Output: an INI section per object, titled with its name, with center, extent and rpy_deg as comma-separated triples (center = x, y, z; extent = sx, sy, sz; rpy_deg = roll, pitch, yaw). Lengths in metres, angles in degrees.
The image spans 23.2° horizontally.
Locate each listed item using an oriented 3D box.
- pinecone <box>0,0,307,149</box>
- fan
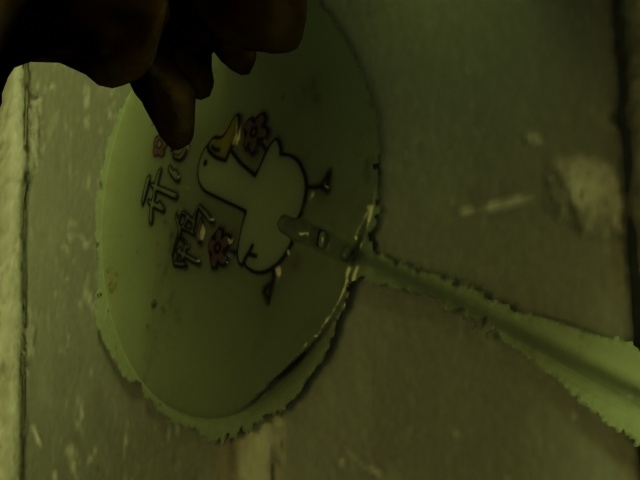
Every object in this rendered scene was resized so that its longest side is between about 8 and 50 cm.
[pinecone]
center = -0.150, -0.231, 0.568
extent = 0.398, 0.398, 0.397
rpy_deg = -11, 76, 48
[fan]
center = -0.001, 0.000, 0.717
extent = 0.415, 0.012, 0.233
rpy_deg = 21, 100, 50
